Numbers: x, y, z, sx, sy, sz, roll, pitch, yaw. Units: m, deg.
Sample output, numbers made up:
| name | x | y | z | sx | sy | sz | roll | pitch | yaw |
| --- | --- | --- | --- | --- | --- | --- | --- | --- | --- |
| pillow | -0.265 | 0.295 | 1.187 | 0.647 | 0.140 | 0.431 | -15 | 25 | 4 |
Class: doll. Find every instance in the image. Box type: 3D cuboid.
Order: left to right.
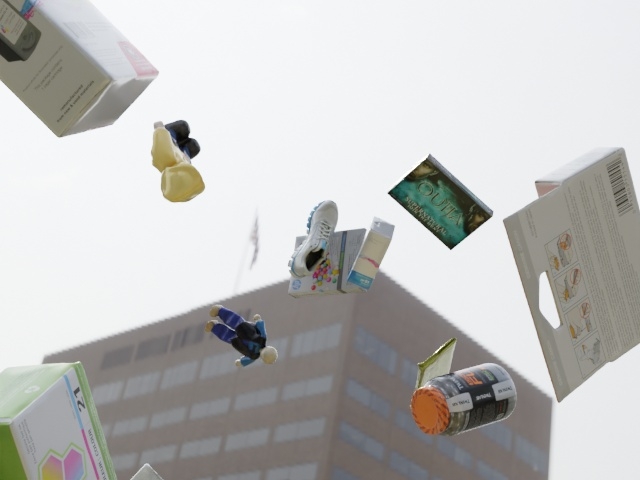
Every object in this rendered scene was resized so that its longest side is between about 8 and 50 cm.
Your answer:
| name | x | y | z | sx | sy | sz | roll | pitch | yaw |
| --- | --- | --- | --- | --- | --- | --- | --- | --- | --- |
| doll | -0.165 | 0.214 | 2.180 | 0.189 | 0.129 | 0.046 | 27 | 16 | 31 |

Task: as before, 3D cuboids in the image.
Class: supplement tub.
| name | x | y | z | sx | sy | sz | roll | pitch | yaw |
| --- | --- | --- | --- | --- | --- | --- | --- | --- | --- |
| supplement tub | 0.276 | 0.310 | 1.958 | 0.190 | 0.117 | 0.117 | -9 | -17 | -36 |

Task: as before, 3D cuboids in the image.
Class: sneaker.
| name | x | y | z | sx | sy | sz | roll | pitch | yaw |
| --- | --- | --- | --- | --- | --- | --- | --- | --- | --- |
| sneaker | 0.000 | 0.000 | 2.244 | 0.071 | 0.191 | 0.083 | 26 | -9 | -25 |

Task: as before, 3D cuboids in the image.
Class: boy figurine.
| name | x | y | z | sx | sy | sz | roll | pitch | yaw |
| --- | --- | --- | --- | --- | --- | --- | --- | --- | --- |
| boy figurine | -0.292 | -0.161 | 2.063 | 0.092 | 0.285 | 0.177 | -25 | -65 | 1 |

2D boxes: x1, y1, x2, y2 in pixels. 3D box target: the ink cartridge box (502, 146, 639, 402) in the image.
| name | x | y | z | sx | sy | sz | roll | pitch | yaw |
| --- | --- | --- | --- | --- | --- | --- | --- | --- | --- |
| ink cartridge box | 0.377 | 0.046 | 1.485 | 0.066 | 0.261 | 0.296 | 7 | -59 | 58 |

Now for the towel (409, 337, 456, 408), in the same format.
| name | x | y | z | sx | sy | sz | roll | pitch | yaw |
| --- | --- | --- | --- | --- | --- | --- | --- | --- | --- |
| towel | 0.232 | 0.280 | 2.097 | 0.021 | 0.102 | 0.237 | 42 | -22 | 22 |

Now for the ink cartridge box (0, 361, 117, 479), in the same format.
| name | x | y | z | sx | sy | sz | roll | pitch | yaw |
| --- | --- | --- | --- | --- | --- | --- | --- | --- | --- |
| ink cartridge box | -0.306 | 0.258 | 0.971 | 0.097 | 0.255 | 0.189 | -7 | -73 | 18 |

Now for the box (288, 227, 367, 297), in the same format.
| name | x | y | z | sx | sy | sz | roll | pitch | yaw |
| --- | --- | --- | --- | --- | --- | --- | --- | --- | --- |
| box | 0.022 | 0.052 | 2.292 | 0.186 | 0.145 | 0.038 | -7 | -25 | 32 |

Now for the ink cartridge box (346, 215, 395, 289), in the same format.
| name | x | y | z | sx | sy | sz | roll | pitch | yaw |
| --- | --- | --- | --- | --- | --- | --- | --- | --- | --- |
| ink cartridge box | 0.102 | 0.024 | 2.027 | 0.052 | 0.088 | 0.122 | 22 | -68 | 0 |

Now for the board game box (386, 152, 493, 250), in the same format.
| name | x | y | z | sx | sy | sz | roll | pitch | yaw |
| --- | --- | --- | --- | --- | --- | --- | --- | --- | --- |
| board game box | 0.246 | -0.078 | 2.079 | 0.186 | 0.026 | 0.126 | 40 | -56 | -11 |

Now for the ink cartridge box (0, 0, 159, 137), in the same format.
| name | x | y | z | sx | sy | sz | roll | pitch | yaw |
| --- | --- | --- | --- | --- | --- | --- | --- | --- | --- |
| ink cartridge box | -0.416 | -0.310 | 1.513 | 0.306 | 0.226 | 0.131 | 44 | -74 | -1 |

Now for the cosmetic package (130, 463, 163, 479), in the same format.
| name | x | y | z | sx | sy | sz | roll | pitch | yaw |
| --- | --- | --- | --- | --- | --- | --- | --- | --- | --- |
| cosmetic package | -0.277 | 0.469 | 1.613 | 0.151 | 0.151 | 0.184 | 42 | -20 | 5 |
